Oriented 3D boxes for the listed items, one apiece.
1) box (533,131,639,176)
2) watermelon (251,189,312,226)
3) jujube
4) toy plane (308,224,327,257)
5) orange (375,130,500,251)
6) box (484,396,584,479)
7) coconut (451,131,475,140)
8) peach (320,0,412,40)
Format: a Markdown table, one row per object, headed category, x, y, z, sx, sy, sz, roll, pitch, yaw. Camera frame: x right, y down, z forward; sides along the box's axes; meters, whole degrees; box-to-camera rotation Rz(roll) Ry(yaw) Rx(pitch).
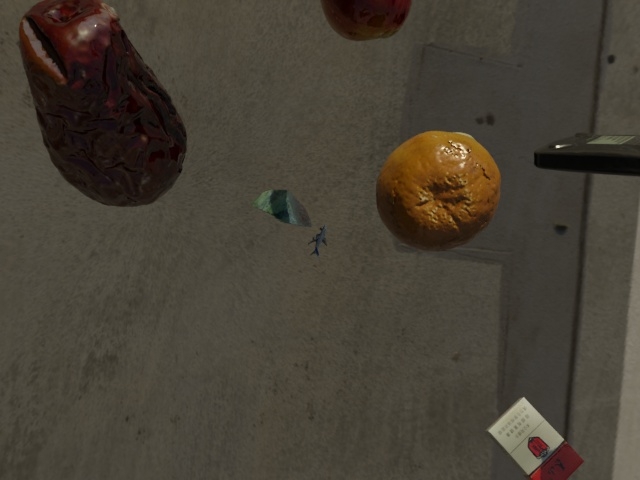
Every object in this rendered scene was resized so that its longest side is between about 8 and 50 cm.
| category | x | y | z | sx | sy | sz | roll | pitch | yaw |
| --- | --- | --- | --- | --- | --- | --- | --- | --- | --- |
| box | 0.706 | -0.215 | 1.313 | 0.290 | 0.289 | 0.073 | -23 | 116 | -44 |
| watermelon | -0.097 | -0.081 | 1.334 | 0.180 | 0.094 | 0.081 | 28 | 79 | 25 |
| jujube | -0.317 | -0.191 | 0.791 | 0.217 | 0.342 | 0.216 | 2 | 60 | -4 |
| toy plane | -0.002 | 0.000 | 1.315 | 0.078 | 0.024 | 0.084 | 5 | 101 | -54 |
| orange | 0.208 | -0.088 | 0.958 | 0.219 | 0.193 | 0.219 | 5 | 126 | 7 |
| box | 0.407 | 0.394 | 1.026 | 0.100 | 0.048 | 0.152 | -39 | 69 | -8 |
| coconut | 0.362 | -0.191 | 1.546 | 0.245 | 0.245 | 0.247 | -8 | 56 | -17 |
| peach | 0.089 | -0.493 | 1.045 | 0.190 | 0.190 | 0.192 | -17 | 117 | -15 |
